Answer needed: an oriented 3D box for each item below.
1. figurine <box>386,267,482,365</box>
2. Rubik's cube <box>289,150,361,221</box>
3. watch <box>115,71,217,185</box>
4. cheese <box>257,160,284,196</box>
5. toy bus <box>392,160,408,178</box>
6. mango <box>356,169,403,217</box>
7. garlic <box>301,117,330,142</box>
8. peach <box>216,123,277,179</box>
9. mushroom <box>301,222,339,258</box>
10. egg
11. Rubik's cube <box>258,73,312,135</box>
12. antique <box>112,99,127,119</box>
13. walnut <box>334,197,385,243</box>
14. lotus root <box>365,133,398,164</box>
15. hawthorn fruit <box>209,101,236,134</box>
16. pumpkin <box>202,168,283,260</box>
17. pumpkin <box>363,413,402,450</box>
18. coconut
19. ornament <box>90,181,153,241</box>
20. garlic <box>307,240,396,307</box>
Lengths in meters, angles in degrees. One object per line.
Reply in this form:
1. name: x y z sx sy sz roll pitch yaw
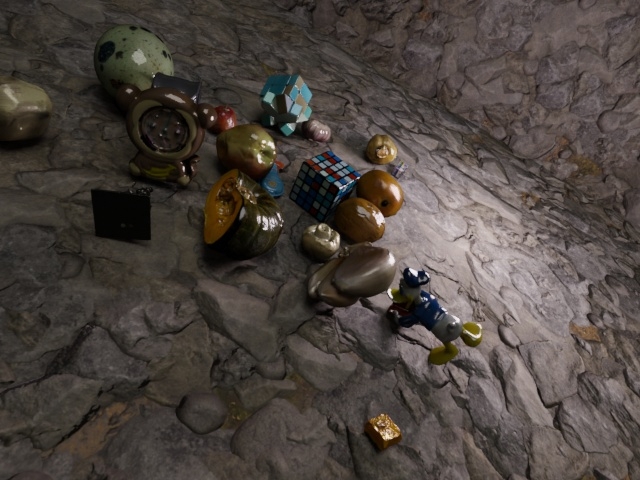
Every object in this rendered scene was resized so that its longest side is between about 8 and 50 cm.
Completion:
1. figurine: 0.330 0.201 1.399 0.205 0.338 0.284 -41 32 -18
2. Rubik's cube: 0.018 -0.215 1.716 0.184 0.182 0.187 38 40 12
3. watch: -0.529 -0.402 1.537 0.315 0.334 0.326 10 24 -13
4. cheese: -0.192 -0.252 1.746 0.106 0.037 0.256 18 40 -15
5. toy bus: 0.398 -0.355 2.187 0.058 0.052 0.102 32 38 7
6. mango: 0.250 -0.200 1.831 0.211 0.173 0.317 44 17 -3
7. garlic: -0.022 -0.521 2.076 0.147 0.101 0.159 25 17 -2
8. peach: -0.288 -0.345 1.655 0.236 0.214 0.214 22 35 25
9. mushroom: 0.000 0.000 1.530 0.148 0.112 0.148 10 40 -8
10. egg: -0.712 -0.667 1.671 0.288 0.287 0.379 9 28 -22
11. Rubik's cube: -0.177 -0.621 1.996 0.266 0.224 0.212 13 72 33
12. antique: -0.743 -0.482 1.679 0.031 0.015 0.192 -21 60 -41
13. walnut: 0.153 -0.074 1.667 0.207 0.167 0.167 37 40 6
14. lotus root: 0.307 -0.454 2.173 0.155 0.139 0.256 15 30 3
15. hawthorn fruit: -0.413 -0.506 1.821 0.125 0.140 0.125 -9 40 7
16. pumpkin: -0.248 -0.050 1.400 0.232 0.242 0.324 40 25 -36
17. pumpkin: 0.165 0.506 1.147 0.074 0.053 0.083 -3 28 -37
18. coconut: -0.956 -0.403 1.334 0.225 0.224 0.224 16 42 -15
19. ornament: -0.570 -0.112 1.310 0.154 0.166 0.196 7 31 -11
20. garlic: 0.109 0.111 1.397 0.132 0.279 0.325 60 28 -17
